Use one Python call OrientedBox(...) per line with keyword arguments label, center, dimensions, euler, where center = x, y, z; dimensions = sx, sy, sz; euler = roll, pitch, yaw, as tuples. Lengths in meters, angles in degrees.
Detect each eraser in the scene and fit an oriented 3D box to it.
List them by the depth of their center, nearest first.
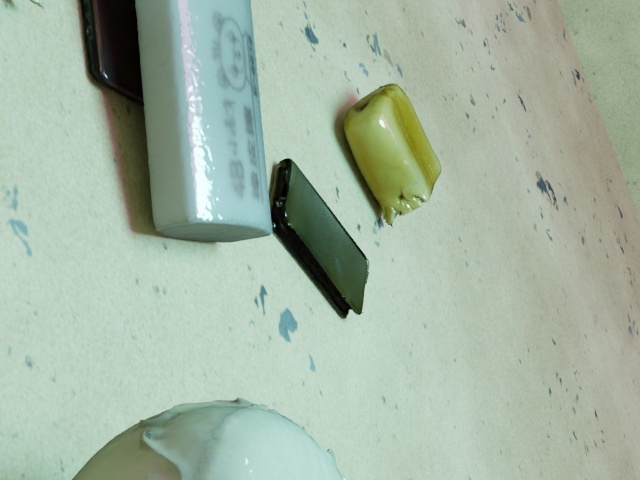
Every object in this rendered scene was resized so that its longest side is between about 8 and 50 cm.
OrientedBox(label="eraser", center=(-0.122, -0.139, 1.639), dimensions=(0.174, 0.095, 0.270), euler=(10, 74, -64))

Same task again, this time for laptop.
OrientedBox(label="laptop", center=(-0.186, -0.205, 1.682), dimensions=(0.207, 0.026, 0.154), euler=(23, 55, -58))

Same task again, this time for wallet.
OrientedBox(label="wallet", center=(0.000, 0.000, 1.920), dimensions=(0.198, 0.031, 0.110), euler=(53, 30, -36))

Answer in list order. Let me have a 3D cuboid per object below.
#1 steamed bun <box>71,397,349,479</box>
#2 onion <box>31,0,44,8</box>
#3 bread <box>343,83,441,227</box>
OrientedBox(label="steamed bun", center=(-0.093, 0.322, 1.229), dimensions=(0.374, 0.241, 0.374), euler=(52, 24, -34))
OrientedBox(label="onion", center=(-0.272, -0.335, 1.417), dimensions=(0.200, 0.200, 0.207), euler=(29, 61, -56))
OrientedBox(label="bread", center=(0.093, -0.122, 2.138), dimensions=(0.173, 0.085, 0.134), euler=(64, 28, -20))
